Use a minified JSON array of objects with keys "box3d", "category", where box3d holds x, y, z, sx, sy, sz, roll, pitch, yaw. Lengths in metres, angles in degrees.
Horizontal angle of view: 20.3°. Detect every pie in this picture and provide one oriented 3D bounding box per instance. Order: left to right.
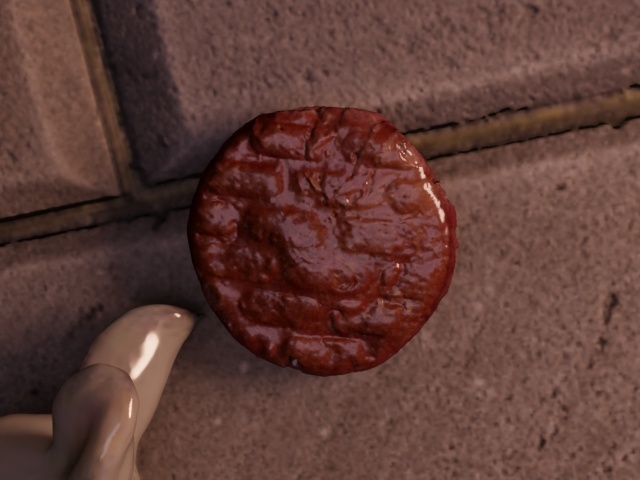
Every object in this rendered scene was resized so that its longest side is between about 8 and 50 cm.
[{"box3d":[0.000,0.000,1.160,0.182,0.049,0.182,3,106,10],"category":"pie"}]

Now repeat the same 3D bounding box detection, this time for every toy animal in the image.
[{"box3d":[-0.167,0.226,1.177,0.241,0.196,0.368,9,107,1],"category":"toy animal"}]
